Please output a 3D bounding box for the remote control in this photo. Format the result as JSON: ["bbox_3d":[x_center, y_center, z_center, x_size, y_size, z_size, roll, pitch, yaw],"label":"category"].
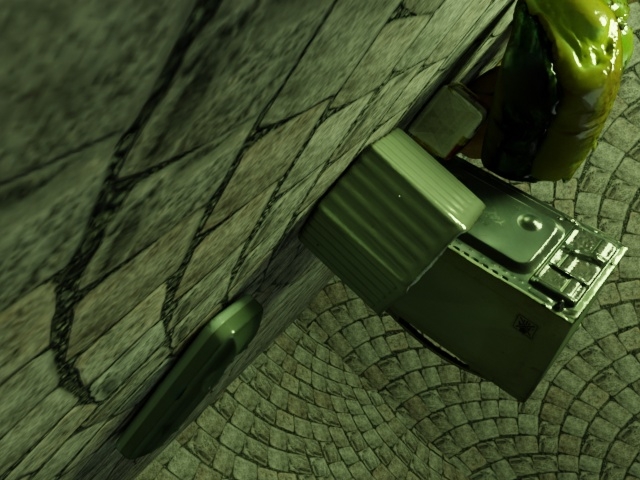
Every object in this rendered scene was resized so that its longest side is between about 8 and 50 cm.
[{"bbox_3d":[-0.202,0.221,0.978,0.335,0.065,0.128,-51,172,28],"label":"remote control"}]

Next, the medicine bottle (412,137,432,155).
[{"bbox_3d":[0.243,-0.195,1.386,0.192,0.096,0.096,-42,173,-48],"label":"medicine bottle"}]

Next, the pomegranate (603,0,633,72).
[{"bbox_3d":[0.509,-0.415,1.327,0.236,0.236,0.302,-47,-165,-6],"label":"pomegranate"}]

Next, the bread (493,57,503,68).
[{"bbox_3d":[0.593,-0.455,1.805,0.252,0.238,0.196,-43,137,-4],"label":"bread"}]

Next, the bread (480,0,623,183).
[{"bbox_3d":[0.402,-0.257,1.105,0.377,0.208,0.251,65,37,-63],"label":"bread"}]

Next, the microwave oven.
[{"bbox_3d":[0.319,0.059,1.226,0.247,0.394,0.333,-39,151,-32],"label":"microwave oven"}]

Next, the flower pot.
[{"bbox_3d":[0.108,-0.030,0.981,0.239,0.189,0.209,-46,175,5],"label":"flower pot"}]

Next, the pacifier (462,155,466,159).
[{"bbox_3d":[0.385,-0.288,1.912,0.150,0.127,0.116,-42,153,18],"label":"pacifier"}]

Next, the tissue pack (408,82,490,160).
[{"bbox_3d":[0.238,-0.218,1.142,0.106,0.099,0.148,-51,174,26],"label":"tissue pack"}]

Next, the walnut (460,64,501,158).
[{"bbox_3d":[0.424,-0.307,1.520,0.298,0.203,0.203,-40,173,-19],"label":"walnut"}]

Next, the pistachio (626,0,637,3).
[{"bbox_3d":[0.676,-0.613,1.345,0.299,0.187,0.187,-49,177,-31],"label":"pistachio"}]
